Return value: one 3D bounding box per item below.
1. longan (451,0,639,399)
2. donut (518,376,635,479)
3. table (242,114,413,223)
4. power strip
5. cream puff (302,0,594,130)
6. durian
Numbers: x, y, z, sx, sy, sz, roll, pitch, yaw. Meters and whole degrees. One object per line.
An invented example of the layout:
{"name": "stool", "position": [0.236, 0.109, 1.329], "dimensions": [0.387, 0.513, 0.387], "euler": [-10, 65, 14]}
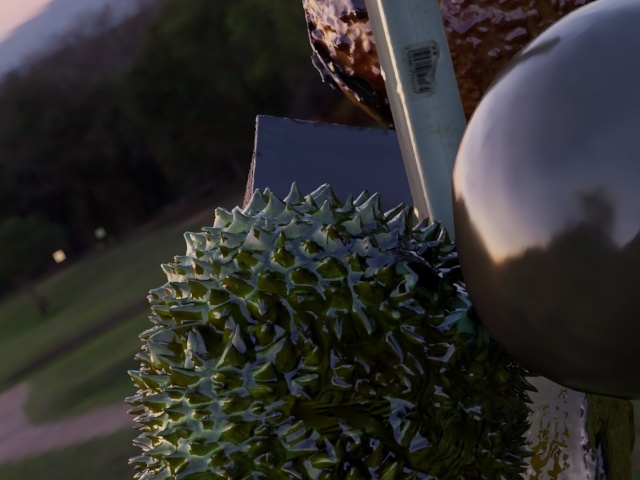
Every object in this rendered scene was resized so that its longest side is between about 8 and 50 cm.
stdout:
{"name": "longan", "position": [0.182, -0.024, 1.070], "dimensions": [0.248, 0.248, 0.248], "euler": [-28, 8, 4]}
{"name": "donut", "position": [0.203, 0.190, 1.600], "dimensions": [0.107, 0.272, 0.272], "euler": [-1, 17, 17]}
{"name": "table", "position": [0.000, 0.000, 2.014], "dimensions": [0.169, 0.172, 0.193], "euler": [7, -34, -6]}
{"name": "power strip", "position": [0.053, -0.169, 1.292], "dimensions": [0.043, 0.367, 0.106], "euler": [-15, 15, -3]}
{"name": "cream puff", "position": [0.146, -0.246, 1.673], "dimensions": [0.350, 0.350, 0.228], "euler": [-37, -20, -44]}
{"name": "durian", "position": [0.003, 0.092, 1.207], "dimensions": [0.291, 0.291, 0.225], "euler": [-32, 7, -19]}
